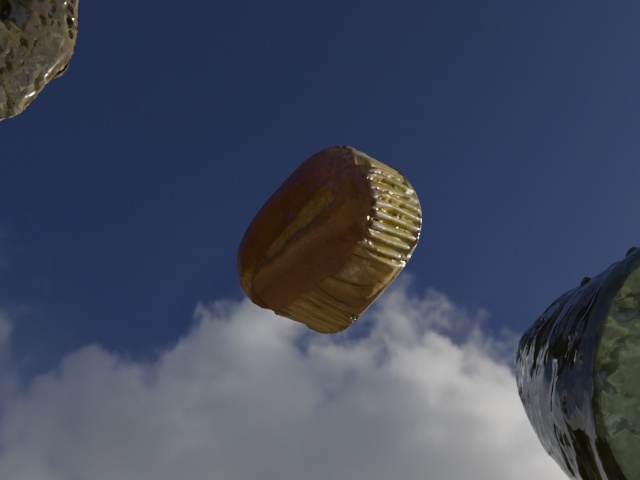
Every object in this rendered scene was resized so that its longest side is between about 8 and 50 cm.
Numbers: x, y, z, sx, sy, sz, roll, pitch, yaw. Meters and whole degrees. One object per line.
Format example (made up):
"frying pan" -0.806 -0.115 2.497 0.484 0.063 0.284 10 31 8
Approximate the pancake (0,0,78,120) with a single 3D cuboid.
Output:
"pancake" -0.334 -0.260 0.699 0.082 0.387 0.387 -1 -57 27

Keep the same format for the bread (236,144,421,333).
"bread" 0.000 0.000 1.338 0.156 0.204 0.288 18 -51 -42

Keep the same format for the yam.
"yam" 0.158 0.064 0.418 0.133 0.330 0.133 0 -96 3
